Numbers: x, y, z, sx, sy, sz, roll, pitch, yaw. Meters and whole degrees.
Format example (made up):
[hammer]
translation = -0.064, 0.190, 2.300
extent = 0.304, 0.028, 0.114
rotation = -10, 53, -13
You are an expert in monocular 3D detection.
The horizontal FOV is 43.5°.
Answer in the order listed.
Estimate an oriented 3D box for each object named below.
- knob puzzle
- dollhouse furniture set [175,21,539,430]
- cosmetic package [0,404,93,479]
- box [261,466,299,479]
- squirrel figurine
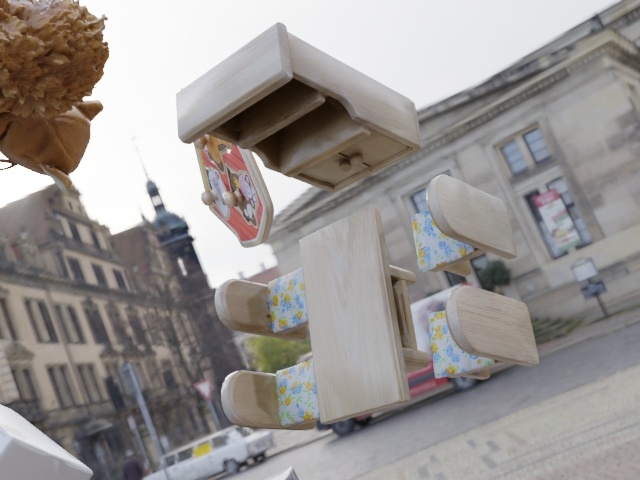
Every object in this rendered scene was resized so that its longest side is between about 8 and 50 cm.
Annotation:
[knob puzzle]
translation = -0.110, -0.070, 0.921
extent = 0.030, 0.213, 0.213
rotation = -23, -9, -23
[dollhouse furniture set]
translation = 0.000, 0.000, 0.566
extent = 0.212, 0.242, 0.161
rotation = -25, -28, 37
[cosmetic package]
translation = -0.366, 0.260, 0.807
extent = 0.183, 0.151, 0.151
rotation = -57, -28, -16
[box]
translation = -0.124, 0.474, 1.043
extent = 0.307, 0.242, 0.076
rotation = -27, -4, 5
[squirrel figurine]
translation = -0.509, -0.241, 1.285
extent = 0.397, 0.281, 0.370
rotation = -17, -42, 40
